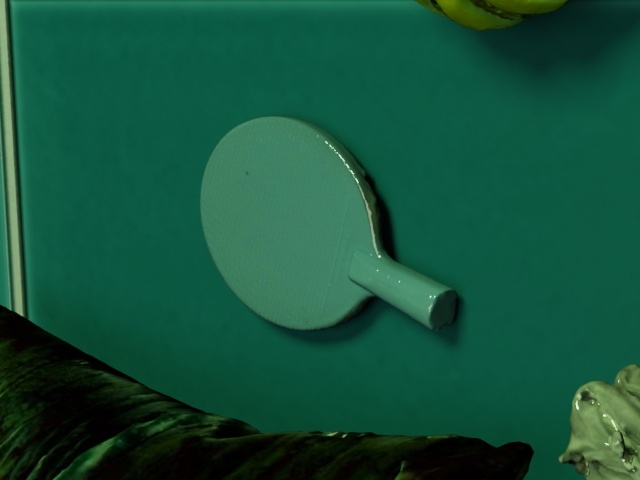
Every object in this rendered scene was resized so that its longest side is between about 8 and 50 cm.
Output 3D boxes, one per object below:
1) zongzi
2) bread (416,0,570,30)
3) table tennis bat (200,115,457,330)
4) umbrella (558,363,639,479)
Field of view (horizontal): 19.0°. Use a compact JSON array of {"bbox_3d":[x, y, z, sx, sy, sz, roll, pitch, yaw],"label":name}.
[{"bbox_3d":[-0.108,0.194,0.906,0.362,0.319,0.383,29,99,44],"label":"zongzi"},{"bbox_3d":[0.063,-0.153,0.773,0.139,0.071,0.130,45,128,25],"label":"bread"},{"bbox_3d":[0.000,0.000,0.889,0.155,0.019,0.100,28,115,35],"label":"table tennis bat"},{"bbox_3d":[0.126,0.207,0.786,0.113,0.106,0.357,40,129,39],"label":"umbrella"}]
